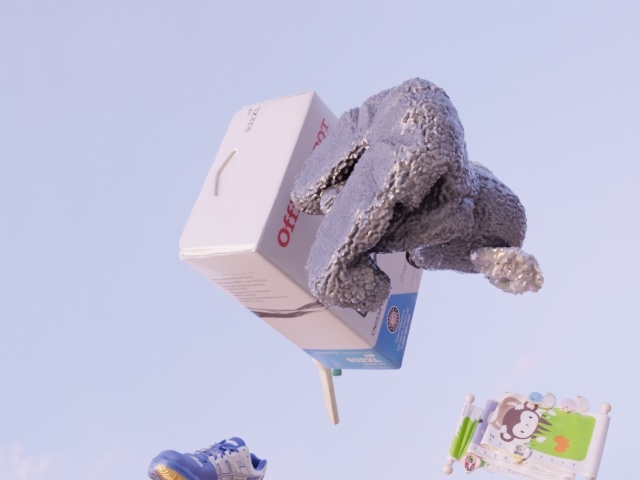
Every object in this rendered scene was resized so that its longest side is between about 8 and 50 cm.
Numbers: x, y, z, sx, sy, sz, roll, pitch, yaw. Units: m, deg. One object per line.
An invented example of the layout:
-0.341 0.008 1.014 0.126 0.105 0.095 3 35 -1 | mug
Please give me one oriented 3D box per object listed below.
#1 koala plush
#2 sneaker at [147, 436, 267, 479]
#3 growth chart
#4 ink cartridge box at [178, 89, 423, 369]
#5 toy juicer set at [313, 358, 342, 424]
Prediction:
0.117 -0.031 0.699 0.221 0.196 0.203 23 -56 -26 | koala plush
-0.198 0.407 1.293 0.131 0.111 0.296 -66 -32 -20 | sneaker
0.320 0.300 1.106 0.237 0.172 0.021 0 -46 24 | growth chart
0.000 0.000 0.902 0.129 0.223 0.307 -5 -35 38 | ink cartridge box
-0.002 0.119 1.224 0.089 0.329 0.209 -13 -47 -11 | toy juicer set
